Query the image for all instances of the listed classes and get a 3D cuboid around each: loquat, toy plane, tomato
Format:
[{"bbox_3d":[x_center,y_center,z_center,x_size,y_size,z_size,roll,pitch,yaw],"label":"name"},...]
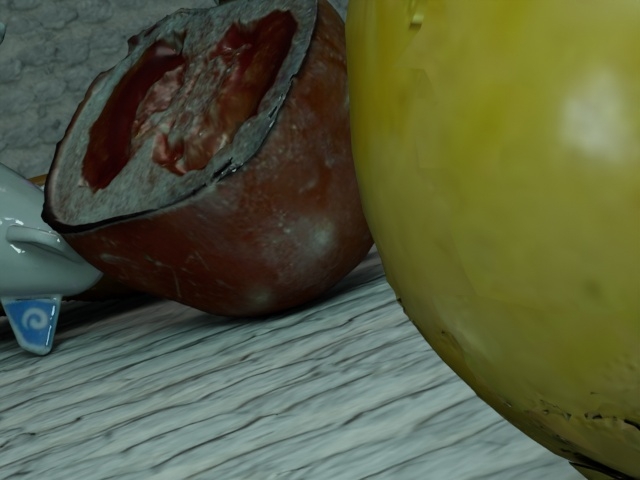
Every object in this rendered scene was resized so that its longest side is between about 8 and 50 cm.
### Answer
[{"bbox_3d":[0.120,-0.039,0.443,0.235,0.235,0.235,-16,7,2],"label":"loquat"},{"bbox_3d":[-0.260,-0.019,1.213,0.267,0.267,0.122,-16,-16,8],"label":"toy plane"},{"bbox_3d":[-0.040,-0.039,1.090,0.214,0.155,0.181,-2,52,49],"label":"tomato"}]

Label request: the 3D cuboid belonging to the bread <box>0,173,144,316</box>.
[{"bbox_3d":[-0.228,0.014,1.361,0.380,0.109,0.185,-15,1,2],"label":"bread"}]
